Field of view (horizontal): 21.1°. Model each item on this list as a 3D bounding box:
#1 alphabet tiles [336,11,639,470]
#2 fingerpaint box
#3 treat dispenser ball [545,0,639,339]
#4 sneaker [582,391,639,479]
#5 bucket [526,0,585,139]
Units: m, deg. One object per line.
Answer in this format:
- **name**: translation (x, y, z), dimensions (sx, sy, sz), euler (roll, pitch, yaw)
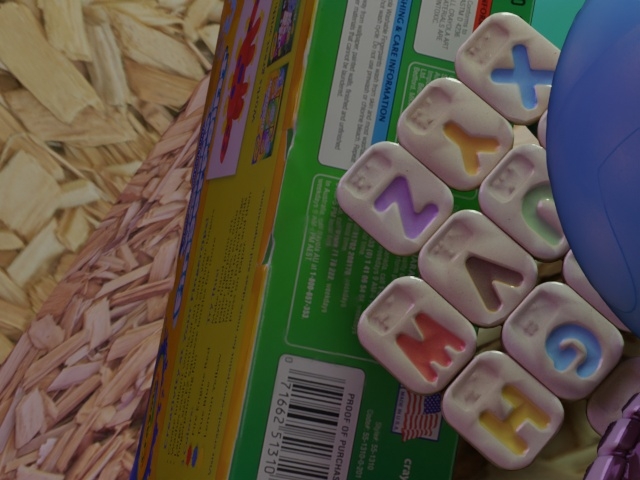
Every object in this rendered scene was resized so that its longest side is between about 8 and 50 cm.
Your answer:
- **alphabet tiles**: translation (0.162, -0.001, 1.073), dimensions (0.284, 0.278, 0.021), euler (-47, -9, -4)
- **fingerpaint box**: translation (0.000, 0.000, 1.285), dimensions (0.371, 0.163, 0.445), euler (162, 119, -74)
- **treat dispenser ball**: translation (0.264, -0.055, 0.899), dimensions (0.288, 0.288, 0.288), euler (-44, 19, 20)
- **sneaker**: translation (0.202, 0.189, 0.922), dimensions (0.281, 0.106, 0.162), euler (-50, 37, -17)
- **bucket**: translation (0.261, -0.152, 1.261), dimensions (0.281, 0.183, 0.281), euler (-44, 19, 20)
